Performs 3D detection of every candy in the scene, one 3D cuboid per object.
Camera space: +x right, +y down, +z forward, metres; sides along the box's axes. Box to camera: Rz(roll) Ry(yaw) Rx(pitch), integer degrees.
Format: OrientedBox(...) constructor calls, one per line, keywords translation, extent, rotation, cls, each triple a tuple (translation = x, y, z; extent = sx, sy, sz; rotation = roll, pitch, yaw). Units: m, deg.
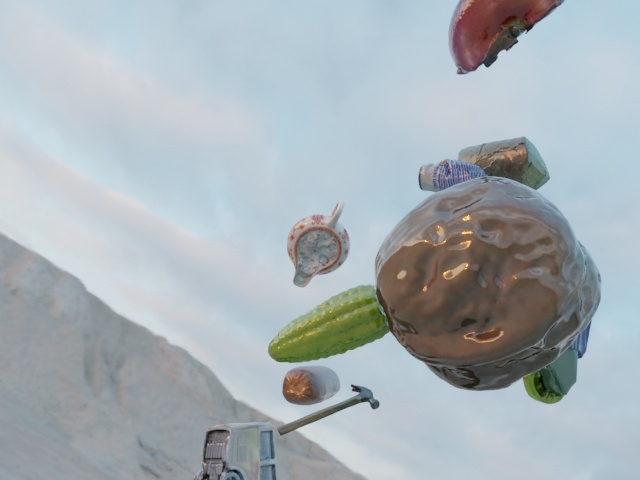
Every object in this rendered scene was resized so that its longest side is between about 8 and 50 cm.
OrientedBox(translation=(0.012, 0.144, 0.947), extent=(0.209, 0.097, 0.097), rotation=(-23, -40, 3), cls="candy")

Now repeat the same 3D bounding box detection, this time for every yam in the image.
OrientedBox(translation=(0.624, -0.239, 1.997), extent=(0.202, 0.202, 0.271), rotation=(16, -22, -42), cls="yam")

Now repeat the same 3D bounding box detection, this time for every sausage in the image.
OrientedBox(translation=(-0.013, 0.325, 1.332), extent=(0.089, 0.084, 0.300), rotation=(0, -9, 12), cls="sausage")

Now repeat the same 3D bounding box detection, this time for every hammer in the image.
OrientedBox(translation=(0.010, 0.298, 1.021), extent=(0.062, 0.182, 0.017), rotation=(-133, -147, -54), cls="hammer")

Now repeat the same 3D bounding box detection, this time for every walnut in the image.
OrientedBox(translation=(0.203, 0.060, 0.740), extent=(0.273, 0.227, 0.273), rotation=(-12, -39, -10), cls="walnut")

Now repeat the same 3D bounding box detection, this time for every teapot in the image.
OrientedBox(translation=(0.000, 0.000, 1.481), extent=(0.159, 0.116, 0.246), rotation=(24, -65, 5), cls="teapot")

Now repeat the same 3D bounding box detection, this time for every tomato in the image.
OrientedBox(translation=(0.442, -0.578, 1.469), extent=(0.335, 0.290, 0.176), rotation=(-39, -83, 20), cls="tomato")

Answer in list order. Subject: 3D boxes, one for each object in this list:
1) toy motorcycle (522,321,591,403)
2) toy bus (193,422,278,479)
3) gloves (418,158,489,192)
OrientedBox(translation=(0.362, 0.106, 1.007), extent=(0.326, 0.200, 0.191), rotation=(55, -20, -9), cls="toy motorcycle")
OrientedBox(translation=(-0.139, 0.492, 1.004), extent=(0.138, 0.343, 0.097), rotation=(9, -22, -43), cls="toy bus")
OrientedBox(translation=(0.396, -0.173, 1.677), extent=(0.229, 0.119, 0.097), rotation=(5, -5, 8), cls="gloves")
